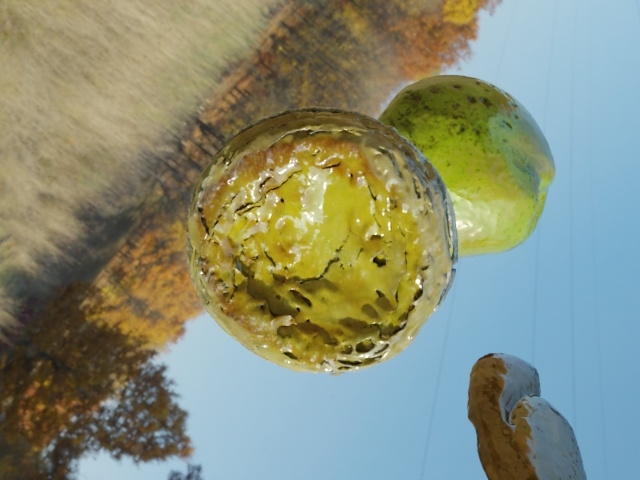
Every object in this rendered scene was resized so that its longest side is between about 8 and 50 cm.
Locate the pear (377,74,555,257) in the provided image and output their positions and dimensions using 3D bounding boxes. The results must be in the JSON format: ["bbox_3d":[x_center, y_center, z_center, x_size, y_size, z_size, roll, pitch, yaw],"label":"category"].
[{"bbox_3d":[0.270,-0.129,1.402,0.391,0.391,0.391,-48,-167,15],"label":"pear"}]

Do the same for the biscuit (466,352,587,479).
[{"bbox_3d":[0.210,0.218,0.637,0.045,0.154,0.299,-52,-135,27],"label":"biscuit"}]

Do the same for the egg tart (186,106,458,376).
[{"bbox_3d":[0.000,0.000,0.619,0.234,0.234,0.094,-48,-179,14],"label":"egg tart"}]
